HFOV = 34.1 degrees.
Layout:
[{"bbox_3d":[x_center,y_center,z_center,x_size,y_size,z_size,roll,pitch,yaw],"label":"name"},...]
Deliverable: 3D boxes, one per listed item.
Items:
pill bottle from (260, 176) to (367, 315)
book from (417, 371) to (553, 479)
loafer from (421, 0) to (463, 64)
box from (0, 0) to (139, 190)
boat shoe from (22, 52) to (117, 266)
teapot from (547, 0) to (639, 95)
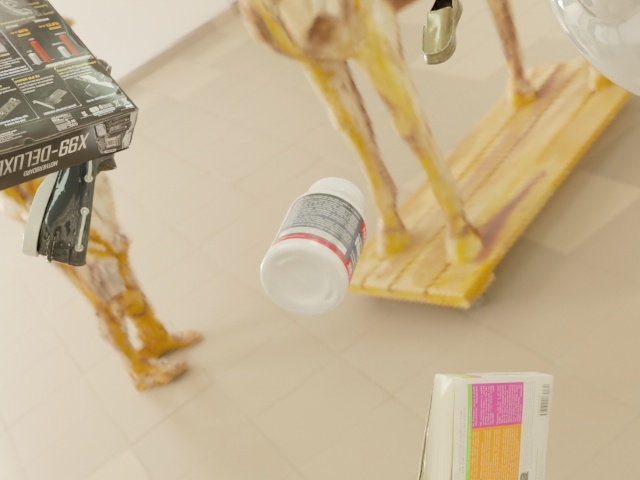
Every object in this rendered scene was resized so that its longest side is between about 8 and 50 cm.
[{"bbox_3d":[0.000,0.000,1.293,0.108,0.108,0.180,-17,28,26],"label":"pill bottle"},{"bbox_3d":[0.141,0.156,0.852,0.035,0.096,0.144,5,-2,44],"label":"book"},{"bbox_3d":[0.184,-0.334,1.628,0.056,0.050,0.148,-8,50,28],"label":"loafer"},{"bbox_3d":[-0.415,-0.174,1.259,0.307,0.242,0.076,-26,-25,-37],"label":"box"},{"bbox_3d":[-0.330,-0.111,1.460,0.114,0.091,0.302,152,133,-79],"label":"boat shoe"},{"bbox_3d":[0.307,-0.237,0.788,0.187,0.252,0.256,137,152,-64],"label":"teapot"}]
